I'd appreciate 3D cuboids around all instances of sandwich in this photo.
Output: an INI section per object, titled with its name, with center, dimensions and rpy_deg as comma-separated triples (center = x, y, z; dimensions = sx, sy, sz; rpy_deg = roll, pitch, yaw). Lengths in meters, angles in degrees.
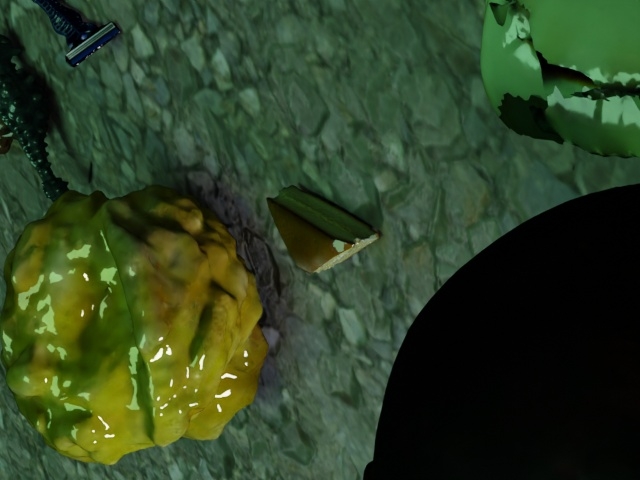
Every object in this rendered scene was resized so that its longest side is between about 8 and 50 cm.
[sandwich]
center = 0.000, 0.000, 1.048
dimensions = 0.083, 0.031, 0.044
rpy_deg = 31, 131, 44

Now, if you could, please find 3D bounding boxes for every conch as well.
[conch]
center = 0.163, -0.073, 0.651
dimensions = 0.250, 0.143, 0.137
rpy_deg = 36, 94, 45

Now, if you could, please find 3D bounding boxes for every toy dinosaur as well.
[toy dinosaur]
center = -0.232, -0.098, 1.296
dimensions = 0.055, 0.049, 0.154
rpy_deg = -40, 74, 54

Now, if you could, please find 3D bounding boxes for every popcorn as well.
[popcorn]
center = -0.127, 0.055, 1.152
dimensions = 0.198, 0.155, 0.197
rpy_deg = 4, 98, 25

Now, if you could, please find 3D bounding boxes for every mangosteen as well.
[mangosteen]
center = 0.167, 0.107, 0.674
dimensions = 0.313, 0.297, 0.297
rpy_deg = -33, 83, 22

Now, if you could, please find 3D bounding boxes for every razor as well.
[razor]
center = -0.201, -0.176, 1.214
dimensions = 0.154, 0.044, 0.028
rpy_deg = 45, 169, 30
